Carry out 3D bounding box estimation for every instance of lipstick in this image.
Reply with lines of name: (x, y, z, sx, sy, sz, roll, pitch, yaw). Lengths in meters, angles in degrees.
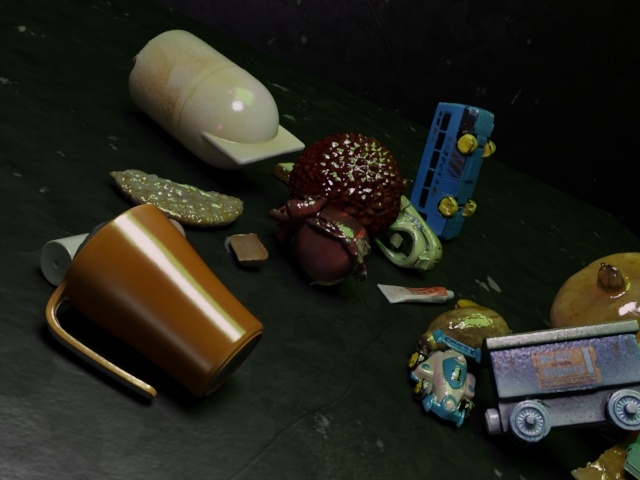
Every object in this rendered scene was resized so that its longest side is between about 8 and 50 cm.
lipstick: (-0.320, 0.014, 1.100, 0.070, 0.070, 0.254, 37, 23, 17)

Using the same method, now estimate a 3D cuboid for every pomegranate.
pomegranate: (0.712, 0.182, 1.648, 0.343, 0.342, 0.342, 25, 23, -11)

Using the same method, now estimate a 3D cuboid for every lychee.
lychee: (0.072, -0.123, 1.629, 0.300, 0.264, 0.264, -2, 33, -20)

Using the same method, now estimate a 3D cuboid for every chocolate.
chocolate: (-0.143, 0.023, 1.349, 0.065, 0.031, 0.100, -5, 32, -26)

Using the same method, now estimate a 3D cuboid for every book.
book: (0.536, 0.365, 1.104, 0.103, 0.017, 0.135, 39, 24, 23)

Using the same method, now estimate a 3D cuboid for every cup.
cup: (-0.229, 0.097, 0.947, 0.264, 0.182, 0.226, 40, 57, 9)

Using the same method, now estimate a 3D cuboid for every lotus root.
lotus root: (0.282, 0.192, 1.366, 0.214, 0.138, 0.138, 2, 33, -28)

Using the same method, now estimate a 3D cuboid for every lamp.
lamp: (0.011, -0.003, 1.420, 0.151, 0.215, 0.223, -22, 84, -24)

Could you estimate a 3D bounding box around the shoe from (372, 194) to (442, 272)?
shoe: (0.197, -0.032, 1.723, 0.262, 0.140, 0.128, 49, 16, 24)

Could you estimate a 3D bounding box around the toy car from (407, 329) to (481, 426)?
toy car: (0.229, 0.243, 1.235, 0.126, 0.098, 0.161, 26, 21, -3)

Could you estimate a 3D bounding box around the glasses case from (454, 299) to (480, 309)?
glasses case: (0.378, 0.214, 1.517, 0.079, 0.064, 0.234, 12, 28, -39)

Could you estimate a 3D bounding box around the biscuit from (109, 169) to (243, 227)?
biscuit: (-0.278, -0.073, 1.380, 0.290, 0.038, 0.141, 15, 27, -27)

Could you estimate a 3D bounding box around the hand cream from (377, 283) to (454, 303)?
hand cream: (0.223, 0.122, 1.580, 0.216, 0.038, 0.052, 5, 5, -38)

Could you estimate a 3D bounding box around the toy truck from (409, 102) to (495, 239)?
toy truck: (0.379, -0.201, 2.006, 0.162, 0.384, 0.161, 22, 15, 32)

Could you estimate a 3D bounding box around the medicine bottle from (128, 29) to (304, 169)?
medicine bottle: (-0.246, -0.310, 1.661, 0.406, 0.235, 0.236, 40, 24, 24)

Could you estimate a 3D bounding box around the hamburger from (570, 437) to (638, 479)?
hamburger: (0.544, 0.448, 1.135, 0.309, 0.132, 0.211, 11, 26, -40)

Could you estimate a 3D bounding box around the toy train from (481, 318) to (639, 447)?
toy train: (0.432, 0.250, 1.215, 0.300, 0.131, 0.201, -8, 66, 5)

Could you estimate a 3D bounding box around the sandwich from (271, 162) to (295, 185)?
sandwich: (-0.069, -0.173, 1.846, 0.093, 0.035, 0.105, 35, 22, 15)

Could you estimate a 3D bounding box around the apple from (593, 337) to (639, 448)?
apple: (0.688, 0.341, 1.388, 0.302, 0.301, 0.301, 25, 23, -11)
